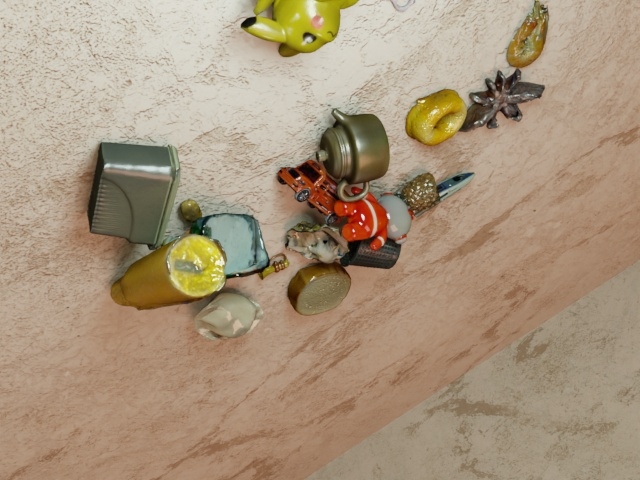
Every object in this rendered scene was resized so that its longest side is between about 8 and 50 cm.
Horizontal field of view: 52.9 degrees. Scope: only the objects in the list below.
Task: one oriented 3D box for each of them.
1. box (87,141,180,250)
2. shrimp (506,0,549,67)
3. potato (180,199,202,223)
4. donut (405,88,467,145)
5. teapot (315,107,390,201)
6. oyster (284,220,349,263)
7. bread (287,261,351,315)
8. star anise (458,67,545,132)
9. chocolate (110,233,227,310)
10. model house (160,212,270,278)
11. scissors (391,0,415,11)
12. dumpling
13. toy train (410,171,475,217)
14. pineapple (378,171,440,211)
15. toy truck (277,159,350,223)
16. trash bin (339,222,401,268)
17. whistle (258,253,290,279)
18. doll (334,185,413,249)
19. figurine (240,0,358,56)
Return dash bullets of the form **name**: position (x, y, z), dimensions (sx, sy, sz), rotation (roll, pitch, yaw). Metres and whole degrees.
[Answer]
- **box**: position (-0.457, -0.111, 1.560), dimensions (0.178, 0.138, 0.274), rotation (5, 129, -27)
- **shrimp**: position (0.596, -0.584, 1.843), dimensions (0.115, 0.051, 0.217), rotation (-19, 143, -15)
- **potato**: position (-0.348, -0.078, 1.735), dimensions (0.051, 0.040, 0.083), rotation (-32, 144, -9)
- **donut**: position (0.348, -0.355, 1.896), dimensions (0.190, 0.074, 0.174), rotation (-18, 140, -19)
- **teapot**: position (0.073, -0.229, 1.742), dimensions (0.175, 0.185, 0.267), rotation (-12, 114, -16)
- **oyster**: position (0.000, 0.000, 1.997), dimensions (0.223, 0.083, 0.214), rotation (-13, 150, 39)
- **bread**: position (-0.005, 0.165, 2.222), dimensions (0.236, 0.070, 0.236), rotation (-20, 141, -18)
- **star anise**: position (0.556, -0.418, 1.949), dimensions (0.258, 0.110, 0.198), rotation (-7, 136, -20)
- **chocolate**: position (-0.411, 0.102, 1.663), dimensions (0.162, 0.162, 0.445), rotation (4, 165, -38)
- **model house**: position (-0.333, 0.044, 1.804), dimensions (0.291, 0.184, 0.253), rotation (-18, 178, 33)
- **scissors**: position (0.153, -0.595, 1.545), dimensions (0.189, 0.015, 0.100), rotation (-11, 136, -23)
- **dumpling**: position (-0.292, 0.246, 2.057), dimensions (0.250, 0.132, 0.162), rotation (12, 121, -42)
- **toy train**: position (0.409, -0.170, 2.164), dimensions (0.252, 0.055, 0.048), rotation (-33, 133, 0)
- **pineapple**: position (0.262, -0.125, 2.077), dimensions (0.251, 0.125, 0.125), rotation (-26, 143, 8)
- **toy truck**: position (-0.012, -0.147, 1.844), dimensions (0.114, 0.107, 0.253), rotation (-47, 144, 5)
- **trash bin**: position (0.166, 0.016, 2.047), dimensions (0.161, 0.175, 0.175), rotation (14, 126, -17)
- **whistle**: position (-0.151, 0.079, 2.061), dimensions (0.109, 0.057, 0.046), rotation (-26, -172, -23)
- **doll**: position (0.175, -0.069, 1.920), dimensions (0.336, 0.199, 0.105), rotation (-7, 164, -47)
- **figurine**: position (-0.017, -0.525, 1.372), dimensions (0.326, 0.169, 0.218), rotation (-59, 159, 21)
